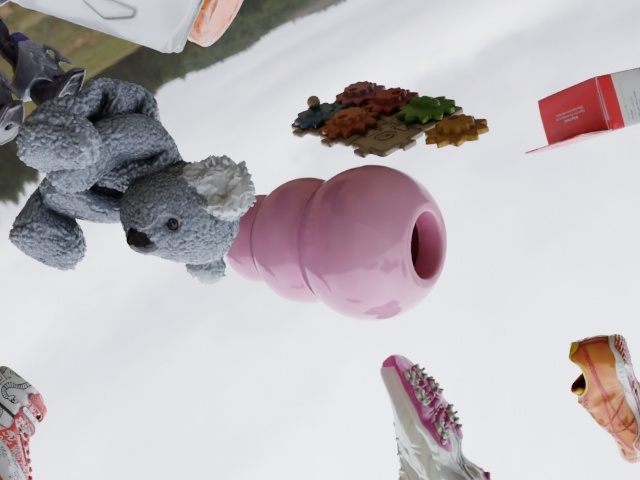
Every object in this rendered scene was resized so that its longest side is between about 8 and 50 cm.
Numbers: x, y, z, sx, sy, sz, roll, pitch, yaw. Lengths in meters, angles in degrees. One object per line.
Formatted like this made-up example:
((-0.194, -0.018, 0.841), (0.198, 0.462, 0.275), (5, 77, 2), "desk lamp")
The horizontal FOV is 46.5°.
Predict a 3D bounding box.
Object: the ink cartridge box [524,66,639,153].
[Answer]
((0.404, -0.187, 1.037), (0.231, 0.077, 0.134), (-15, 180, -19), "ink cartridge box")

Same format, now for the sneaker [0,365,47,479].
((-0.450, 0.303, 1.094), (0.145, 0.270, 0.090), (-24, 156, -50), "sneaker")

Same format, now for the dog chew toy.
((0.000, 0.000, 1.025), (0.332, 0.206, 0.206), (3, -148, 35), "dog chew toy")

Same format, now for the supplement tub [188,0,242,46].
((-0.284, -0.449, 1.131), (0.207, 0.338, 0.207), (-60, 179, -1), "supplement tub")

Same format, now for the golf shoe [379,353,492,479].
((0.145, 0.309, 1.031), (0.140, 0.306, 0.115), (-37, 158, 22), "golf shoe")

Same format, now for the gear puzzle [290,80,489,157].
((0.098, -0.181, 1.075), (0.176, 0.044, 0.339), (-31, -148, -24), "gear puzzle")

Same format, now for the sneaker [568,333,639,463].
((0.310, 0.169, 0.803), (0.068, 0.175, 0.064), (-11, -154, 30), "sneaker")

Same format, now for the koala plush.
((-0.179, -0.053, 0.803), (0.203, 0.221, 0.196), (-55, 172, -47), "koala plush")

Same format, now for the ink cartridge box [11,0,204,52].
((-0.280, -0.354, 0.860), (0.211, 0.121, 0.289), (6, -147, -45), "ink cartridge box")

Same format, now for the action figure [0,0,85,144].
((-0.392, -0.245, 0.821), (0.185, 0.285, 0.099), (-35, 171, -42), "action figure")
